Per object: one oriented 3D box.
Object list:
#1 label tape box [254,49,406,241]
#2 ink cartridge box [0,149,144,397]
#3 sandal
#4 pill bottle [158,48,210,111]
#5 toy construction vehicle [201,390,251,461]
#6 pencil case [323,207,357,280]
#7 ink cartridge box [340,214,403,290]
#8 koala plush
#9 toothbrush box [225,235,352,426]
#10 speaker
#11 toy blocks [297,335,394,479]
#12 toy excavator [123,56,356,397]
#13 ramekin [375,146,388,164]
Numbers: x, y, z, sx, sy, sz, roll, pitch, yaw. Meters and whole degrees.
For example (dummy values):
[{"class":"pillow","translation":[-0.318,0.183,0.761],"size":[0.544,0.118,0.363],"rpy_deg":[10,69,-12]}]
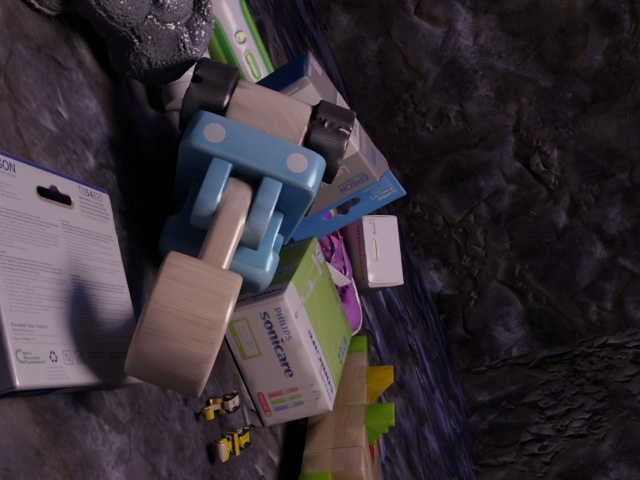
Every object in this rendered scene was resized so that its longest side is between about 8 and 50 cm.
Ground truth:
[{"class":"label tape box","translation":[-0.029,-0.116,1.284],"size":[0.334,0.240,0.106],"rpy_deg":[51,23,-30]},{"class":"ink cartridge box","translation":[-0.262,0.038,0.738],"size":[0.223,0.045,0.224],"rpy_deg":[29,45,-71]},{"class":"sandal","translation":[-0.009,0.006,1.506],"size":[0.169,0.102,0.416],"rpy_deg":[-30,98,-44]},{"class":"pill bottle","translation":[-0.226,-0.296,1.144],"size":[0.103,0.103,0.184],"rpy_deg":[-1,75,-75]},{"class":"toy construction vehicle","translation":[-0.131,0.254,1.022],"size":[0.098,0.035,0.086],"rpy_deg":[-22,106,-73]},{"class":"pencil case","translation":[0.009,0.005,1.687],"size":[0.104,0.104,0.236],"rpy_deg":[46,28,-60]},{"class":"ink cartridge box","translation":[0.097,0.041,1.724],"size":[0.219,0.092,0.160],"rpy_deg":[156,-69,-66]},{"class":"koala plush","translation":[-0.244,-0.311,0.943],"size":[0.221,0.196,0.203],"rpy_deg":[-1,84,-79]},{"class":"toothbrush box","translation":[-0.048,0.142,1.269],"size":[0.283,0.122,0.206],"rpy_deg":[-68,139,-69]},{"class":"speaker","translation":[-0.161,-0.342,1.397],"size":[0.131,0.131,0.296],"rpy_deg":[-80,149,-61]},{"class":"toy blocks","translation":[0.051,0.388,1.310],"size":[0.381,0.190,0.261],"rpy_deg":[-81,162,-61]},{"class":"toy excavator","translation":[-0.115,-0.010,0.943],"size":[0.433,0.222,0.445],"rpy_deg":[128,-20,-68]},{"class":"ramekin","translation":[0.010,-0.221,1.699],"size":[0.277,0.135,0.277],"rpy_deg":[42,14,-13]}]
